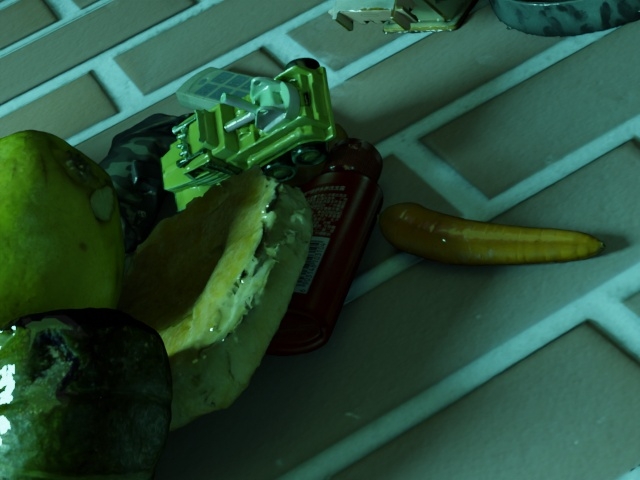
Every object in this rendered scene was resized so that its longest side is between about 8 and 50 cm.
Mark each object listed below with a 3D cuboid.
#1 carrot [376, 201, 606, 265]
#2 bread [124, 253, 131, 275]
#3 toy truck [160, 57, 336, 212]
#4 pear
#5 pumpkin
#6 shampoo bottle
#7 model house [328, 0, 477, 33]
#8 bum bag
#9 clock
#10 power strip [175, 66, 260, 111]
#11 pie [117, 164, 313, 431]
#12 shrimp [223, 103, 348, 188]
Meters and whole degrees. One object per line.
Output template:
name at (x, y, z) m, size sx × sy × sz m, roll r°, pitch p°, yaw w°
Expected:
carrot at (0.175, 0.001, 1.400) m, size 0.271 × 0.066 × 0.062 m, roll 11°, pitch 90°, yaw 34°
bread at (-0.296, 0.041, 1.607) m, size 0.105 × 0.053 × 0.072 m, roll 1°, pitch 18°, yaw 26°
toy truck at (-0.109, -0.131, 1.572) m, size 0.259 × 0.135 × 0.128 m, roll -29°, pitch 59°, yaw 40°
pear at (-0.345, 0.035, 1.348) m, size 0.321 × 0.269 × 0.269 m, roll -58°, pitch 30°, yaw 19°
pumpkin at (-0.286, 0.211, 1.183) m, size 0.325 × 0.242 × 0.232 m, roll -33°, pitch 53°, yaw 37°
shampoo bottle at (0.000, 0.001, 1.473) m, size 0.118 × 0.076 × 0.314 m, roll -15°, pitch 34°, yaw 31°
model house at (0.158, -0.427, 1.855) m, size 0.169 × 0.244 × 0.326 m, roll 1°, pitch 75°, yaw 31°
bum bag at (-0.255, -0.072, 1.688) m, size 0.144 × 0.095 × 0.340 m, roll -10°, pitch 33°, yaw 21°
clock at (0.380, -0.395, 1.801) m, size 0.312 × 0.061 × 0.313 m, roll -15°, pitch 36°, yaw 11°
power strip at (-0.134, -0.217, 1.875) m, size 0.226 × 0.029 × 0.080 m, roll 19°, pitch 52°, yaw 44°
pie at (-0.137, 0.061, 1.377) m, size 0.339 × 0.083 × 0.339 m, roll -36°, pitch 31°, yaw 27°
shrimp at (-0.063, -0.137, 1.708) m, size 0.150 × 0.068 × 0.248 m, roll -29°, pitch 41°, yaw -27°
